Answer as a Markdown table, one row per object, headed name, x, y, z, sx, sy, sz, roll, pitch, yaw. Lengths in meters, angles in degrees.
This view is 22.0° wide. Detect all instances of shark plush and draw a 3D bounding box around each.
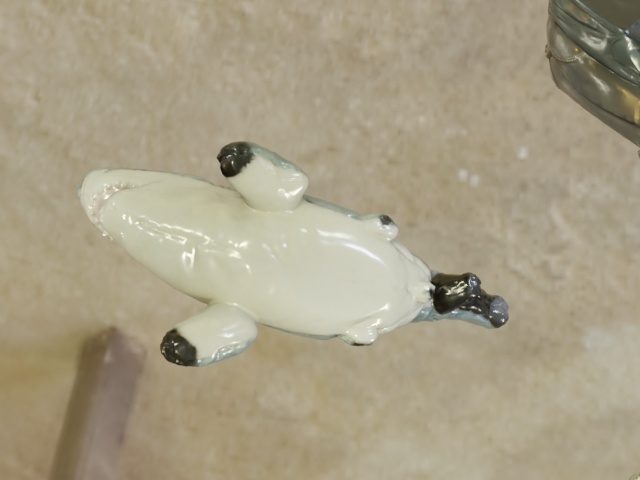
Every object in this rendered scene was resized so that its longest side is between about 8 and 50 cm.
| name | x | y | z | sx | sy | sz | roll | pitch | yaw |
| --- | --- | --- | --- | --- | --- | --- | --- | --- | --- |
| shark plush | 0.000 | 0.000 | 0.568 | 0.161 | 0.067 | 0.073 | 1 | 101 | -28 |

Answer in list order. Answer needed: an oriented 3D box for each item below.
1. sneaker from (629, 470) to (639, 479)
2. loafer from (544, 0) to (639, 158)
| name | x | y | z | sx | sy | sz | roll | pitch | yaw |
| --- | --- | --- | --- | --- | --- | --- | --- | --- | --- |
| sneaker | 0.333 | 0.077 | 0.946 | 0.182 | 0.410 | 0.158 | 45 | 151 | 16 |
| loafer | 0.157 | -0.052 | 0.681 | 0.062 | 0.170 | 0.061 | -21 | 142 | -25 |
